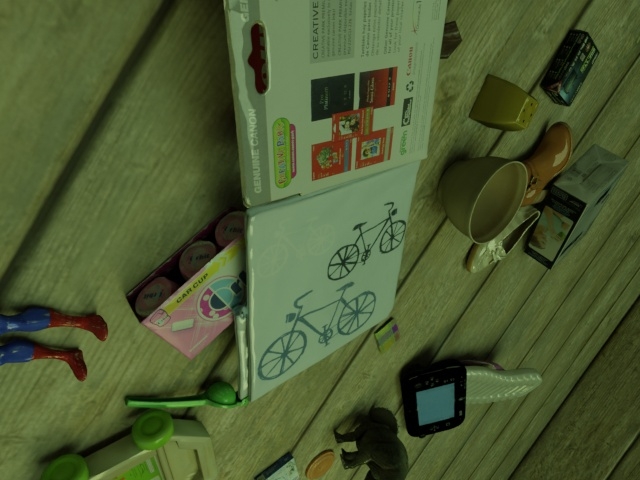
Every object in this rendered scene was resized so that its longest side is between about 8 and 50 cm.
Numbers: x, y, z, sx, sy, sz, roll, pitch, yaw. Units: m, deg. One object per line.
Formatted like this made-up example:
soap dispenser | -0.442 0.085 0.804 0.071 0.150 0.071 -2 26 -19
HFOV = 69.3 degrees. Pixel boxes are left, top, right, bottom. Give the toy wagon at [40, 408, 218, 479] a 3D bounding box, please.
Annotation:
toy wagon | -0.321 0.399 0.683 0.344 0.068 0.268 -21 129 -29

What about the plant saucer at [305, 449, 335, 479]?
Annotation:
plant saucer | 0.002 0.533 1.096 0.083 0.013 0.084 -22 128 -30

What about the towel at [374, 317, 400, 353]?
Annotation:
towel | 0.146 0.209 1.013 0.060 0.009 0.083 -38 135 -15

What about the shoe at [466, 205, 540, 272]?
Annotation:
shoe | 0.424 -0.005 1.080 0.219 0.058 0.076 -47 137 -7

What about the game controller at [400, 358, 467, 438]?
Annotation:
game controller | 0.298 0.420 1.213 0.166 0.067 0.319 -9 131 7

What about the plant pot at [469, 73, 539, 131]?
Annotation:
plant pot | 0.336 -0.238 0.830 0.081 0.083 0.081 5 113 -44

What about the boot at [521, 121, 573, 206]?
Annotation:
boot | 0.460 -0.161 1.003 0.152 0.073 0.197 -6 118 -34

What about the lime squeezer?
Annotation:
lime squeezer | -0.137 0.220 0.736 0.310 0.059 0.110 -23 130 -28

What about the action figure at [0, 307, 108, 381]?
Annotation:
action figure | -0.341 0.107 0.428 0.280 0.139 0.092 22 100 -44

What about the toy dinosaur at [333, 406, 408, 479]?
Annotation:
toy dinosaur | 0.127 0.473 1.029 0.160 0.313 0.121 -20 104 -2

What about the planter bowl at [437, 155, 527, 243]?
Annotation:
planter bowl | 0.291 -0.088 0.870 0.162 0.109 0.162 -22 129 -30

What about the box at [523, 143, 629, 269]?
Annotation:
box | 0.615 -0.072 1.135 0.169 0.087 0.290 -39 150 -17

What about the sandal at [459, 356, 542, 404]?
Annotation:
sandal | 0.462 0.398 1.350 0.415 0.102 0.169 13 127 -28

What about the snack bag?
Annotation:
snack bag | 0.012 0.051 0.687 0.323 0.037 0.343 -23 133 -34

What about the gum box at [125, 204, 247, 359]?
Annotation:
gum box | -0.142 0.053 0.615 0.188 0.062 0.107 -43 137 -12

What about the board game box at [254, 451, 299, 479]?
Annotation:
board game box | -0.092 0.510 0.993 0.090 0.020 0.090 -29 132 -25

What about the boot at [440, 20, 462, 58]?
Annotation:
boot | 0.165 -0.310 0.666 0.114 0.037 0.107 -20 141 -27

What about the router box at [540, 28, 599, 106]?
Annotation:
router box | 0.509 -0.348 0.943 0.092 0.038 0.123 12 108 -46

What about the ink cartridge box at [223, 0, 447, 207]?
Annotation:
ink cartridge box | -0.002 -0.223 0.508 0.271 0.130 0.310 -20 128 -29
